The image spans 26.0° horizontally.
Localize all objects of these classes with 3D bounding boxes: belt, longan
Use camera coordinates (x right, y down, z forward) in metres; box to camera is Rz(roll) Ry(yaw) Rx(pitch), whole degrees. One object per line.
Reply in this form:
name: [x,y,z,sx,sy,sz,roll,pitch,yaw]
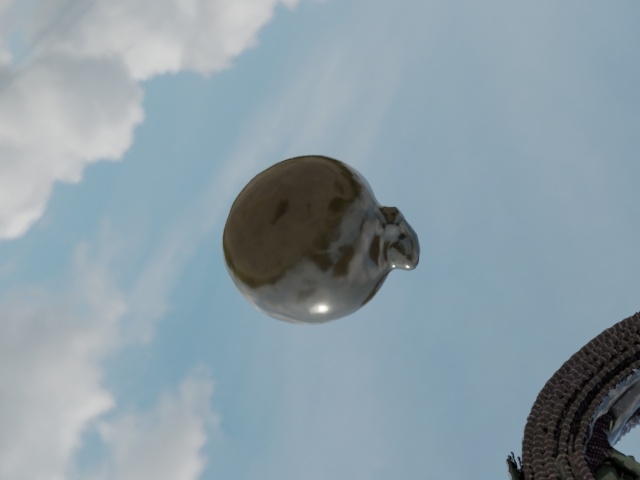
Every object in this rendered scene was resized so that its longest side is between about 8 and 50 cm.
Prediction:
belt: [0.334,0.185,1.258,0.324,0.122,0.260,-34,-136,-14]
longan: [0.000,0.000,0.835,0.119,0.106,0.106,0,-141,9]
